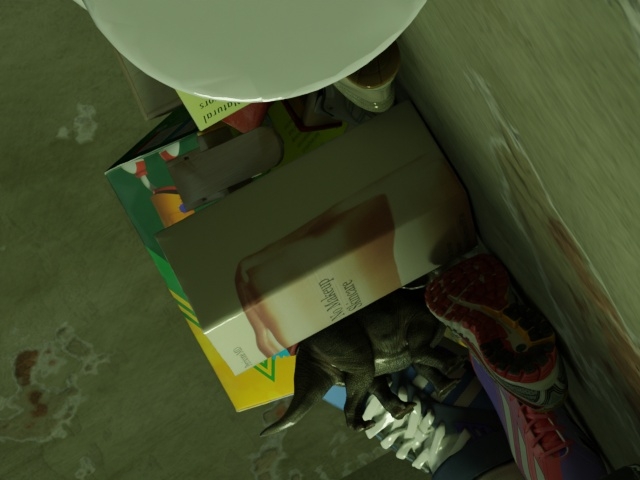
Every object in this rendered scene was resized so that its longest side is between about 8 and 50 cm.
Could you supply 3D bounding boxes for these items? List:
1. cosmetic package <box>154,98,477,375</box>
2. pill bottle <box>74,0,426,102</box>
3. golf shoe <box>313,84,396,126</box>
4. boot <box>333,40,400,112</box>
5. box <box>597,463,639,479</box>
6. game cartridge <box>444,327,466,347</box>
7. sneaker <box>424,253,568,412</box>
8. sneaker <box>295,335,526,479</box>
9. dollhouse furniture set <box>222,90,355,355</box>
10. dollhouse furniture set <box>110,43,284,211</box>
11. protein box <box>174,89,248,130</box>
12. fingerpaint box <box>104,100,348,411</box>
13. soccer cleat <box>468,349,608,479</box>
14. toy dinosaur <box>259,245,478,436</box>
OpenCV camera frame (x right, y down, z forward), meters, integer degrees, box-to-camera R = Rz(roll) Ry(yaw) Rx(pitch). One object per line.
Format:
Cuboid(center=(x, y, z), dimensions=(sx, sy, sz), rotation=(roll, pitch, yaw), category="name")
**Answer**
Cuboid(center=(0.000, 0.000, 1.617), dimensions=(0.129, 0.296, 0.153), rotation=(61, 180, 24), category="cosmetic package")
Cuboid(center=(-0.080, -0.246, 0.871), dimensions=(0.224, 0.224, 0.392), rotation=(61, 179, -37), category="pill bottle")
Cuboid(center=(0.035, -0.151, 1.730), dimensions=(0.176, 0.086, 0.069), rotation=(60, 178, -16), category="golf shoe")
Cuboid(center=(0.006, -0.222, 1.489), dimensions=(0.213, 0.077, 0.165), rotation=(58, 180, 7), category="boot")
Cuboid(center=(0.319, 0.545, 1.412), dimensions=(0.471, 0.297, 0.480), rotation=(62, 180, 42), category="box")
Cuboid(center=(0.208, 0.140, 2.211), dimensions=(0.323, 0.053, 0.285), rotation=(60, 179, 16), category="game cartridge")
Cuboid(center=(0.175, 0.094, 1.570), dimensions=(0.092, 0.088, 0.225), rotation=(60, 180, -36), category="sneaker")
Cuboid(center=(0.132, 0.230, 1.788), dimensions=(0.236, 0.323, 0.130), rotation=(-96, 28, -46), category="sneaker")
Cuboid(center=(-0.014, -0.064, 1.924), dimensions=(0.374, 0.201, 0.152), rotation=(59, 142, 30), category="dollhouse furniture set")
Cuboid(center=(-0.049, -0.230, 1.780), dimensions=(0.355, 0.174, 0.303), rotation=(-27, -85, -56), category="dollhouse furniture set")
Cuboid(center=(-0.067, -0.231, 1.254), dimensions=(0.136, 0.200, 0.201), rotation=(60, 179, 31), category="protein box")
Cuboid(center=(-0.066, -0.040, 2.170), dimensions=(0.371, 0.163, 0.445), rotation=(62, -153, -15), category="fingerpaint box")
Cuboid(center=(0.227, 0.178, 1.677), dimensions=(0.095, 0.083, 0.248), rotation=(70, 174, -56), category="soccer cleat")
Cuboid(center=(0.060, 0.115, 1.734), dimensions=(0.160, 0.314, 0.121), rotation=(56, 180, 19), category="toy dinosaur")
